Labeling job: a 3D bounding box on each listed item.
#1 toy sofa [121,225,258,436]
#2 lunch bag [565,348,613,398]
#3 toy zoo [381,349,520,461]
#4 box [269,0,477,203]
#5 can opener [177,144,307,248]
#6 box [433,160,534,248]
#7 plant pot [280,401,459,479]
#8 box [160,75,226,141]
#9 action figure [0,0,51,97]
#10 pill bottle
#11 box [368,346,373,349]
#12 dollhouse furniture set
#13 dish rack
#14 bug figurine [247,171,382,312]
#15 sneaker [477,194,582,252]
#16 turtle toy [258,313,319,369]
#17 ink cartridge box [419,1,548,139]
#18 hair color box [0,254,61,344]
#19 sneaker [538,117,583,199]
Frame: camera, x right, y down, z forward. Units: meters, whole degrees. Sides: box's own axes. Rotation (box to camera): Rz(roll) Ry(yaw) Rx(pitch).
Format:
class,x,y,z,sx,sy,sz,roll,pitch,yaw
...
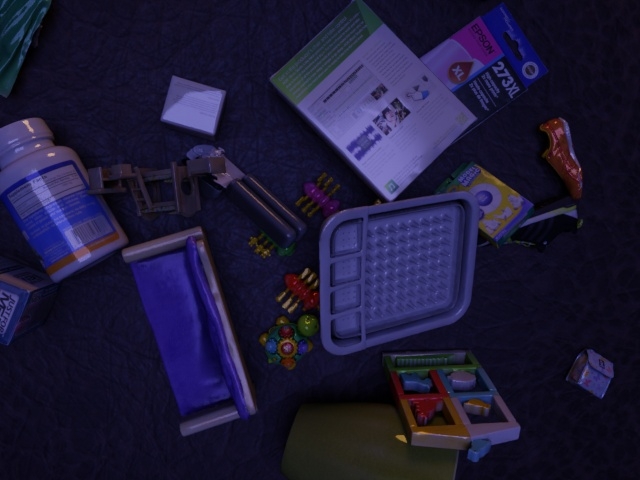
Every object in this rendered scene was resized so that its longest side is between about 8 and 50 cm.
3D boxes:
class,x,y,z,sx,sy,sz,roll,pitch,yaw
toy sofa,-0.236,0.166,1.069,0.150,0.177,0.362,-17,96,-6
lunch bag,0.576,0.280,1.228,0.071,0.053,0.083,33,80,-8
toy zoo,0.236,0.294,1.072,0.193,0.293,0.030,-1,112,-6
box,0.097,-0.258,1.081,0.232,0.058,0.322,-44,91,-4
can opener,-0.147,-0.083,1.093,0.280,0.074,0.093,39,128,14
box,0.316,-0.079,1.143,0.105,0.043,0.179,-45,58,-3
plant pot,0.083,0.422,1.095,0.294,0.275,0.274,15,91,9
box,-0.234,-0.243,1.083,0.101,0.102,0.087,15,89,-8
action figure,-0.562,-0.392,1.057,0.137,0.063,0.232,35,93,-5
pill bottle,-0.479,-0.074,1.040,0.152,0.152,0.271,-30,95,-4
box,0.073,0.174,1.160,0.083,0.062,0.052,29,88,-6
dollhouse furniture set,-0.284,-0.086,1.018,0.182,0.161,0.101,-3,95,33
dish rack,0.138,0.050,1.085,0.333,0.072,0.285,-11,114,-22
bug figurine,0.000,0.000,1.138,0.279,0.072,0.216,-43,90,2
sneaker,0.429,-0.014,1.179,0.235,0.084,0.097,-20,98,-4
turtle toy,-0.056,0.196,1.144,0.095,0.066,0.130,45,88,-7
ink cartridge box,0.277,-0.311,1.158,0.371,0.069,0.175,-36,95,-6
hair color box,-0.664,0.060,1.015,0.348,0.174,0.105,22,91,-7
sneaker,0.497,-0.164,1.198,0.068,0.064,0.175,-19,90,15
